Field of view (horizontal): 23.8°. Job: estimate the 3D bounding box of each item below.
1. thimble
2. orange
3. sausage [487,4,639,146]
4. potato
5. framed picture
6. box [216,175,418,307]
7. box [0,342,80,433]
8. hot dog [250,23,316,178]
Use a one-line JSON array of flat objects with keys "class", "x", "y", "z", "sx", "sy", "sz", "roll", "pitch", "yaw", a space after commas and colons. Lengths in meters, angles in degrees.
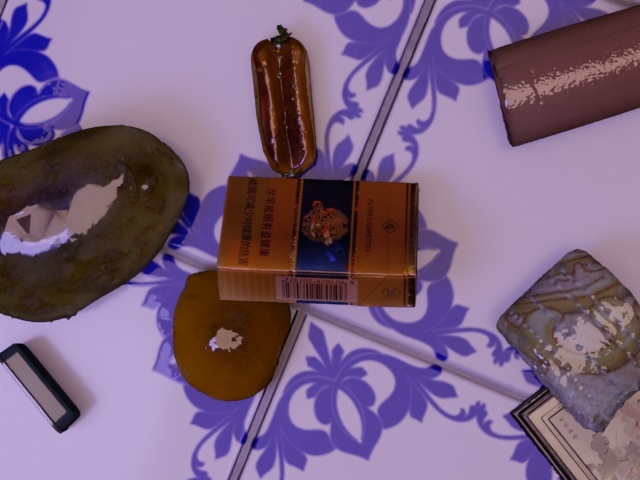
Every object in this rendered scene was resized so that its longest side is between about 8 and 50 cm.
[{"class": "thimble", "x": 0.317, "y": 0.120, "z": 1.809, "sx": 0.143, "sy": 0.137, "sz": 0.190, "roll": -40, "pitch": 65, "yaw": -1}, {"class": "orange", "x": -0.109, "y": 0.115, "z": 1.856, "sx": 0.160, "sy": 0.112, "sz": 0.170, "roll": -34, "pitch": 101, "yaw": 2}, {"class": "sausage", "x": 0.332, "y": -0.205, "z": 1.822, "sx": 0.252, "sy": 0.123, "sz": 0.123, "roll": -16, "pitch": 90, "yaw": 3}, {"class": "potato", "x": -0.303, "y": -0.024, "z": 1.827, "sx": 0.307, "sy": 0.173, "sz": 0.210, "roll": -28, "pitch": 87, "yaw": 5}, {"class": "framed picture", "x": 0.369, "y": 0.231, "z": 1.879, "sx": 0.199, "sy": 0.010, "sz": 0.195, "roll": -38, "pitch": 88, "yaw": 2}, {"class": "box", "x": 0.000, "y": 0.000, "z": 1.827, "sx": 0.237, "sy": 0.070, "sz": 0.152, "roll": 3, "pitch": 49, "yaw": 1}, {"class": "box", "x": -0.346, "y": 0.180, "z": 1.872, "sx": 0.031, "sy": 0.091, "sz": 0.126, "roll": -39, "pitch": 88, "yaw": -4}, {"class": "hot dog", "x": -0.045, "y": -0.169, "z": 1.872, "sx": 0.072, "sy": 0.055, "sz": 0.188, "roll": -6, "pitch": 90, "yaw": 0}]
